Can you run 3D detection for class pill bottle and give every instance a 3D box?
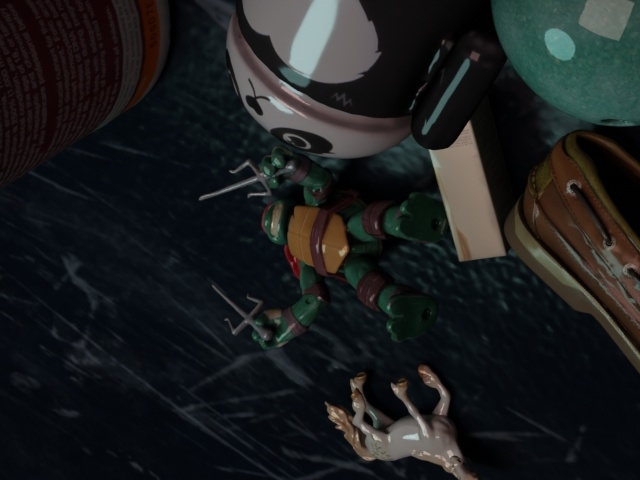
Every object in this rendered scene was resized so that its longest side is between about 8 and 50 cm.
[{"bbox_3d":[-0.316,-0.133,1.418,0.224,0.392,0.224,17,124,26],"label":"pill bottle"}]

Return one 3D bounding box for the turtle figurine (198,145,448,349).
[{"bbox_3d":[0.000,0.000,1.460,0.234,0.118,0.175,14,120,46],"label":"turtle figurine"}]

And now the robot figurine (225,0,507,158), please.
[{"bbox_3d":[0.035,-0.186,1.286,0.174,0.209,0.278,14,132,-16],"label":"robot figurine"}]

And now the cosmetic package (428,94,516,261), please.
[{"bbox_3d":[0.118,-0.048,1.384,0.041,0.060,0.115,-8,110,23],"label":"cosmetic package"}]

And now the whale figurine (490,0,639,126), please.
[{"bbox_3d":[0.223,-0.128,1.132,0.216,0.272,0.141,1,77,40],"label":"whale figurine"}]

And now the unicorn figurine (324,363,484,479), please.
[{"bbox_3d":[0.082,0.166,1.546,0.162,0.060,0.111,-2,116,54],"label":"unicorn figurine"}]

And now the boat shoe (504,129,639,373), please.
[{"bbox_3d":[0.272,0.042,1.296,0.307,0.111,0.104,37,132,12],"label":"boat shoe"}]
